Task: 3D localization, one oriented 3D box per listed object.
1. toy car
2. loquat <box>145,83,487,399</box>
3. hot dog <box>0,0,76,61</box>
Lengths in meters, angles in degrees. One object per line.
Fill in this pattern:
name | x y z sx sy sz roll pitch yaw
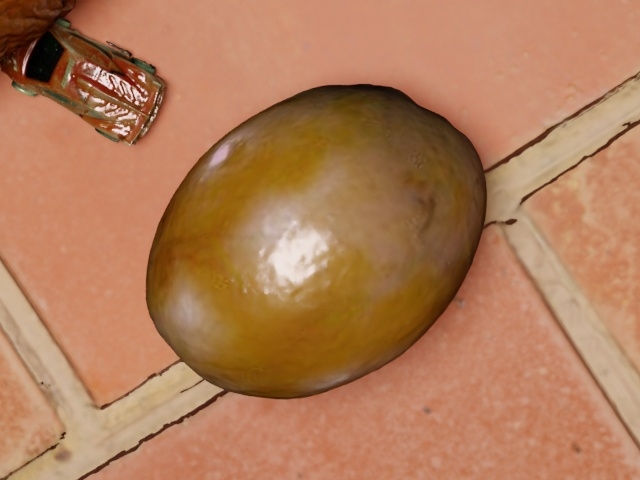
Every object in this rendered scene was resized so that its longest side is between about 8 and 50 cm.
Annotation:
toy car | -0.164 -0.113 0.982 0.122 0.035 0.059 29 99 3
loquat | 0.000 0.000 0.912 0.227 0.179 0.179 -36 92 1
hot dog | -0.233 -0.155 0.934 0.227 0.160 0.099 -43 120 9
